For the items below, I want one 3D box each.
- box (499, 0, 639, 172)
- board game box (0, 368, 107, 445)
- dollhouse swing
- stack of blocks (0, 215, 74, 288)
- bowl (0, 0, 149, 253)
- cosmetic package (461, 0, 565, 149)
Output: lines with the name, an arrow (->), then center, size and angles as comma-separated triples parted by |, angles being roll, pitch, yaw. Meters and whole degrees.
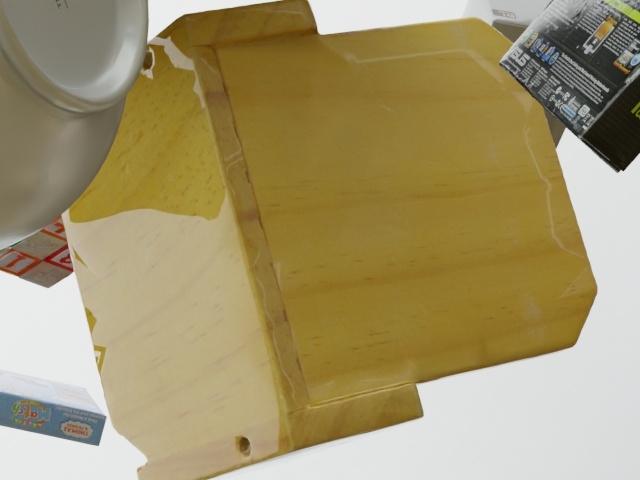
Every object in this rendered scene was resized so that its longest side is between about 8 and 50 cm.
box -> 0.208, -0.149, 0.907 | 0.045, 0.190, 0.184 | 39, -80, -20
board game box -> -0.325, 0.173, 1.556 | 0.160, 0.211, 0.039 | 15, -93, -15
dollhouse swing -> 0.000, 0.000, 1.230 | 0.305, 0.346, 0.315 | -8, -13, -40
stack of blocks -> -0.253, -0.026, 1.519 | 0.171, 0.087, 0.297 | -30, -36, 30
bowl -> -0.182, -0.124, 0.739 | 0.298, 0.134, 0.297 | 31, -125, -59
cosmetic package -> 0.191, -0.148, 1.506 | 0.127, 0.107, 0.238 | 10, -55, -15
